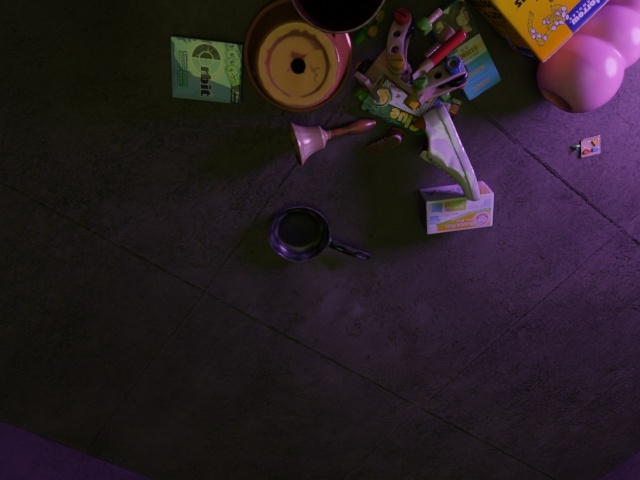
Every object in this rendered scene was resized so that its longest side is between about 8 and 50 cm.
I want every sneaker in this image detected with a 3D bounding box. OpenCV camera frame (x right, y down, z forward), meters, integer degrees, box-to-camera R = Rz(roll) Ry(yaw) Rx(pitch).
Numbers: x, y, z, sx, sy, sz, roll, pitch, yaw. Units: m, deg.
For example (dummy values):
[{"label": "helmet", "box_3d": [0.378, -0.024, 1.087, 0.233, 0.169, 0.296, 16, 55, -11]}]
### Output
[{"label": "sneaker", "box_3d": [0.356, -0.230, 1.371, 0.123, 0.106, 0.290, -25, 100, 17]}, {"label": "sneaker", "box_3d": [0.191, -0.291, 1.406, 0.118, 0.067, 0.042, -14, 126, 40]}]

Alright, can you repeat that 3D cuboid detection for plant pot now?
[{"label": "plant pot", "box_3d": [-0.057, -0.455, 1.209, 0.290, 0.203, 0.291, -1, 118, -1]}, {"label": "plant pot", "box_3d": [0.038, -0.606, 1.093, 0.215, 0.230, 0.215, 0, 123, 0]}]

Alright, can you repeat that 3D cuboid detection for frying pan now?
[{"label": "frying pan", "box_3d": [-0.003, -0.026, 1.531, 0.326, 0.053, 0.197, -3, 119, -3]}]

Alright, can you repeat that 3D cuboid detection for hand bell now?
[{"label": "hand bell", "box_3d": [0.040, -0.306, 1.367, 0.242, 0.126, 0.126, -18, 119, -7]}]

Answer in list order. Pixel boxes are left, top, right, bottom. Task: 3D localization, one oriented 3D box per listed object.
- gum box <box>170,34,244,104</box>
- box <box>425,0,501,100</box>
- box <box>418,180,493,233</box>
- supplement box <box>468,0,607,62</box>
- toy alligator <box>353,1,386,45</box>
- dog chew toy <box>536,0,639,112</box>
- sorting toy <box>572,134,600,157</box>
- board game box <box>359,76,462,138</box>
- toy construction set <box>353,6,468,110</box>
[{"label": "gum box", "box_3d": [-0.302, -0.456, 1.290, 0.184, 0.041, 0.157, 5, 118, -6]}, {"label": "box", "box_3d": [0.379, -0.507, 1.278, 0.100, 0.060, 0.244, -32, 115, 14]}, {"label": "box", "box_3d": [0.414, -0.102, 1.476, 0.203, 0.103, 0.114, -8, 118, 2]}, {"label": "supplement box", "box_3d": [0.459, -0.629, 1.138, 0.356, 0.194, 0.195, 37, 111, -20]}, {"label": "toy alligator", "box_3d": [0.144, -0.587, 1.235, 0.051, 0.056, 0.190, -2, 127, -52]}, {"label": "dog chew toy", "box_3d": [0.719, -0.495, 1.229, 0.206, 0.207, 0.332, 34, 104, -19]}, {"label": "sorting toy", "box_3d": [0.800, -0.277, 1.447, 0.083, 0.012, 0.062, -13, 119, 5]}, {"label": "board game box", "box_3d": [0.255, -0.383, 1.360, 0.259, 0.030, 0.136, 20, 118, -12]}, {"label": "toy construction set", "box_3d": [0.207, -0.406, 1.174, 0.237, 0.309, 0.257, -41, 98, 8]}]
